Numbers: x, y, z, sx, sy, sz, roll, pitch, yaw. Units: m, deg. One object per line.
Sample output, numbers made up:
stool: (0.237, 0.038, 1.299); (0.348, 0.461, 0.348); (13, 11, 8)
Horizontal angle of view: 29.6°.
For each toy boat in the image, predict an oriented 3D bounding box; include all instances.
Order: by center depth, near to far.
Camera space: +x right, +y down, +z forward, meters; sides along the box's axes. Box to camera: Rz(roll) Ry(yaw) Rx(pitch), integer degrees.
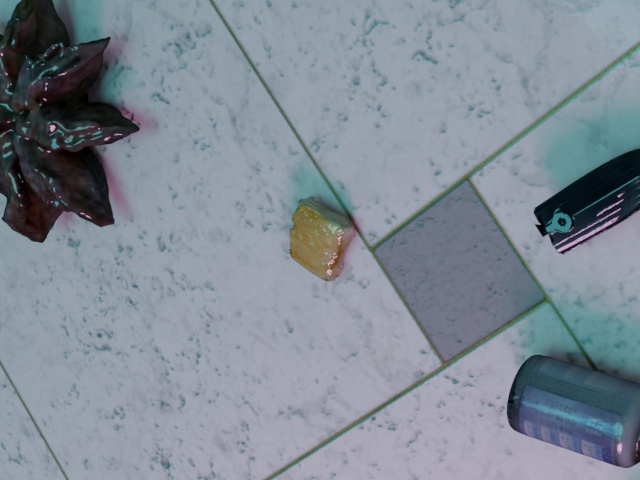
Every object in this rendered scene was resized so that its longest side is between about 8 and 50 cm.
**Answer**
toy boat: (0.267, -0.042, 1.123); (0.141, 0.060, 0.055); (-34, 82, 30)

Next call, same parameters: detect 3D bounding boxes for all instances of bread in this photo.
bread: (0.000, 0.000, 1.338); (0.070, 0.035, 0.083); (30, 125, 26)

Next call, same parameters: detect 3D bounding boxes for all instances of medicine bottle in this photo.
medicine bottle: (0.283, 0.172, 1.151); (0.203, 0.083, 0.083); (15, 111, 33)

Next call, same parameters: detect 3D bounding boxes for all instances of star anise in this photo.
star anise: (-0.360, -0.149, 1.502); (0.332, 0.118, 0.331); (13, 111, 38)
